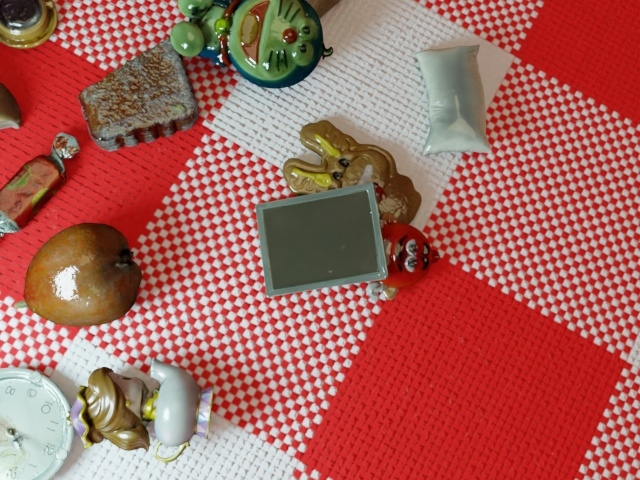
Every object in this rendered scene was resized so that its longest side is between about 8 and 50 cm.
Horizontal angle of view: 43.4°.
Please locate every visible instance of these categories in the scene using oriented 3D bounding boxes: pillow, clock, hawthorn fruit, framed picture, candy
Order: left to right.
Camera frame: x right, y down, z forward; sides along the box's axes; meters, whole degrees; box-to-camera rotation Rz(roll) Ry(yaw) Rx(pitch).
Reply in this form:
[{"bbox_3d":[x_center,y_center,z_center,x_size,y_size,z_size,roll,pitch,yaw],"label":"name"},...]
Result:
[{"bbox_3d":[-0.575,0.355,1.496,0.237,0.053,0.236,2,74,-7],"label":"clock"},{"bbox_3d":[-0.583,-0.095,1.597,0.086,0.059,0.292,40,77,0],"label":"candy"},{"bbox_3d":[-0.468,0.076,1.514,0.251,0.199,0.199,-21,80,4],"label":"hawthorn fruit"},{"bbox_3d":[0.000,0.000,1.618,0.252,0.014,0.197,-10,80,12],"label":"framed picture"},{"bbox_3d":[0.281,-0.298,1.728,0.144,0.078,0.253,-4,77,3],"label":"pillow"}]

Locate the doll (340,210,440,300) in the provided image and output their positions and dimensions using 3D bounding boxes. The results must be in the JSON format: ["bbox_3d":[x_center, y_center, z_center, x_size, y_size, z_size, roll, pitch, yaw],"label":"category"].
[{"bbox_3d":[0.134,0.034,1.630,0.217,0.085,0.183,12,89,-1],"label":"doll"}]

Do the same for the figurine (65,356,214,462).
[{"bbox_3d":[-0.333,0.310,1.486,0.264,0.142,0.189,5,73,-7],"label":"figurine"}]

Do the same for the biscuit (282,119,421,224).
[{"bbox_3d":[0.072,-0.129,1.683,0.295,0.044,0.186,24,78,0],"label":"biscuit"}]

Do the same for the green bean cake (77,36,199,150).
[{"bbox_3d":[-0.374,-0.297,1.646,0.233,0.097,0.198,-22,81,-10],"label":"green bean cake"}]

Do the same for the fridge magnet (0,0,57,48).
[{"bbox_3d":[-0.622,-0.469,1.678,0.143,0.063,0.143,2,77,-9],"label":"fridge magnet"}]

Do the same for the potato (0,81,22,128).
[{"bbox_3d":[-0.746,-0.305,1.561,0.265,0.189,0.211,-13,78,-9],"label":"potato"}]

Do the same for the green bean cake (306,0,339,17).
[{"bbox_3d":[0.006,-0.556,1.740,0.085,0.109,0.179,45,77,6],"label":"green bean cake"}]

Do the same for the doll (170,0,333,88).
[{"bbox_3d":[-0.131,-0.423,1.655,0.322,0.186,0.198,18,96,2],"label":"doll"}]
